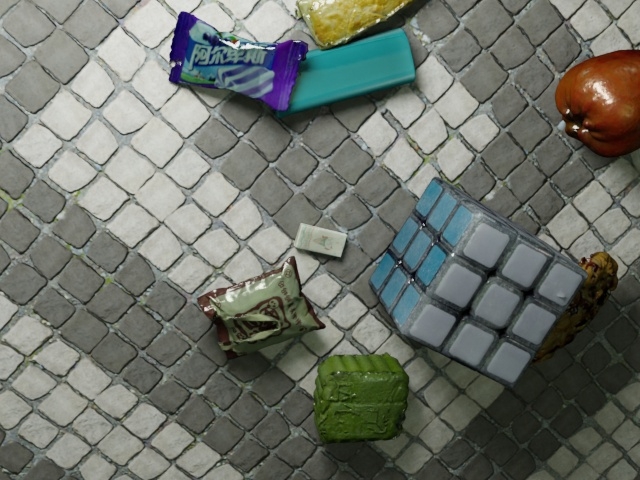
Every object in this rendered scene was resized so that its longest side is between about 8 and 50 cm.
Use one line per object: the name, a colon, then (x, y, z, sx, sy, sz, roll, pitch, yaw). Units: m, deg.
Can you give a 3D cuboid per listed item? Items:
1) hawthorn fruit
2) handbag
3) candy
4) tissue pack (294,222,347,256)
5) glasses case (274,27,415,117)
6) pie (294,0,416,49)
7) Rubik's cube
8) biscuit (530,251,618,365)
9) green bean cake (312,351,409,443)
hawthorn fruit: (0.647, -0.305, 1.854, 0.260, 0.224, 0.224, -28, 112, -4)
handbag: (-0.129, 0.151, 1.889, 0.235, 0.127, 0.213, -19, 129, 3)
candy: (-0.168, -0.353, 1.715, 0.275, 0.070, 0.145, 16, 104, 5)
tissue pack: (0.000, 0.000, 1.918, 0.108, 0.023, 0.056, 11, 106, -16)
glasses case: (0.041, -0.345, 1.788, 0.300, 0.070, 0.117, -16, 110, -5)
pie: (0.086, -0.489, 1.746, 0.282, 0.068, 0.129, -28, 109, -2)
Rubik's cube: (0.328, 0.083, 1.868, 0.303, 0.301, 0.305, 26, 100, -18)
biscuit: (0.563, 0.169, 1.985, 0.289, 0.081, 0.334, -3, 132, -51)
green bean cake: (0.091, 0.369, 2.017, 0.214, 0.113, 0.200, 2, 111, -12)
